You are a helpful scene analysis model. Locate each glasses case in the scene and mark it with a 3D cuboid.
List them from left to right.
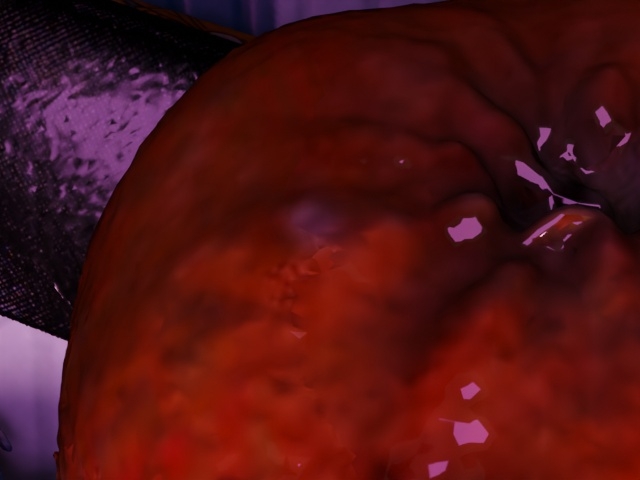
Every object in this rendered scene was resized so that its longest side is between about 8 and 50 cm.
[{"bbox_3d":[0.000,0.000,0.702,0.321,0.082,0.122,18,104,-2],"label":"glasses case"}]

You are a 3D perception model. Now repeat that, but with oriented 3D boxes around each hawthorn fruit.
[{"bbox_3d":[0.067,0.088,0.560,0.276,0.276,0.307,-1,121,6],"label":"hawthorn fruit"}]

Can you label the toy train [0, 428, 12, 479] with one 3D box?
[{"bbox_3d":[-0.087,0.177,0.732,0.299,0.131,0.202,5,106,4],"label":"toy train"}]
